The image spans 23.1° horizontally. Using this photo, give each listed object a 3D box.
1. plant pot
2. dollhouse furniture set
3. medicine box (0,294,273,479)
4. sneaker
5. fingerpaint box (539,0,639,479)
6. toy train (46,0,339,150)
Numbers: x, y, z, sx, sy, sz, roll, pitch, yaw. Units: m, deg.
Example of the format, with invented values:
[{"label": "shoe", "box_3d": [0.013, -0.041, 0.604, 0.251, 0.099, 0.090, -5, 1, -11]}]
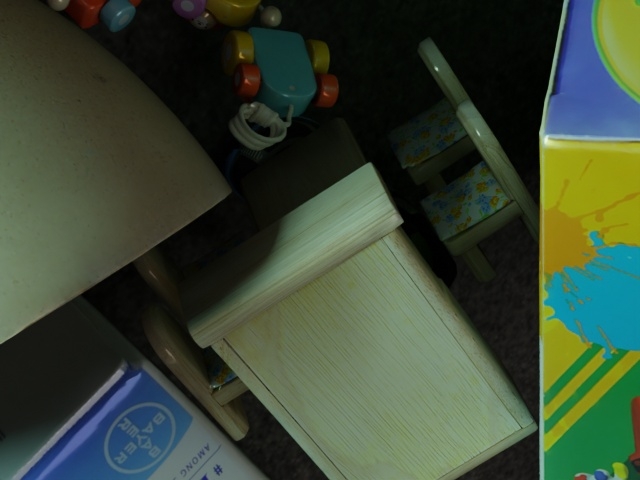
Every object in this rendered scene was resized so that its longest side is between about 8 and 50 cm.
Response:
[{"label": "plant pot", "box_3d": [-0.211, -0.029, 0.722, 0.284, 0.284, 0.191, -34, 96, -19]}, {"label": "dollhouse furniture set", "box_3d": [0.000, 0.000, 0.820, 0.212, 0.242, 0.161, -33, 126, 7]}, {"label": "medicine box", "box_3d": [-0.151, 0.209, 0.936, 0.263, 0.149, 0.289, -46, 131, -8]}, {"label": "sneaker", "box_3d": [0.020, -0.020, 0.990, 0.188, 0.078, 0.067, 33, 92, -35]}, {"label": "fingerpaint box", "box_3d": [0.223, -0.053, 0.864, 0.444, 0.163, 0.371, -73, 162, -45]}, {"label": "toy train", "box_3d": [-0.072, -0.107, 0.862, 0.125, 0.166, 0.046, -38, 166, -43]}]
